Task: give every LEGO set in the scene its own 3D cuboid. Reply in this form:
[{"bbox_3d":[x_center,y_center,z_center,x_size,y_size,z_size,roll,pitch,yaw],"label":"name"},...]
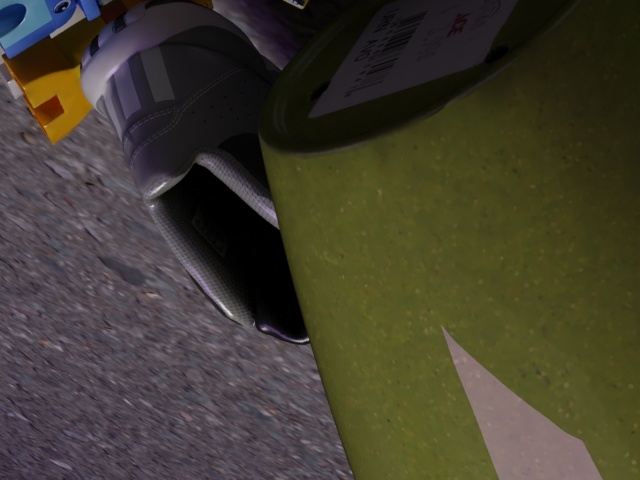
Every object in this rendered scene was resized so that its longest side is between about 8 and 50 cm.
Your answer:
[{"bbox_3d":[-0.102,-0.114,0.775,0.087,0.093,0.227,54,171,18],"label":"LEGO set"}]

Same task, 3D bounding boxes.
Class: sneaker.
[{"bbox_3d":[0.000,0.000,0.767,0.228,0.132,0.086,24,124,-38],"label":"sneaker"}]

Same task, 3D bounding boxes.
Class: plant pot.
[{"bbox_3d":[0.110,0.040,0.661,0.274,0.275,0.293,-2,130,52],"label":"plant pot"}]

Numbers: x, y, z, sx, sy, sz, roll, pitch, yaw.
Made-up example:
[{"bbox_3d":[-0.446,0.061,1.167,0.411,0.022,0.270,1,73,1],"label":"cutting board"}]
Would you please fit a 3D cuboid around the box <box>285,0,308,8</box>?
[{"bbox_3d":[-0.064,-0.152,0.654,0.169,0.059,0.054,27,160,0],"label":"box"}]
